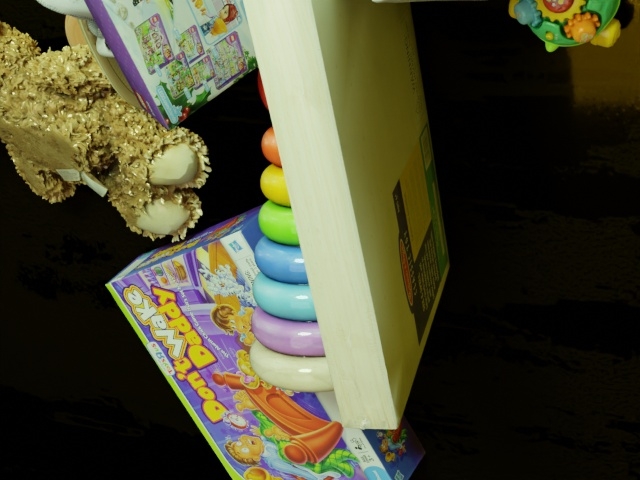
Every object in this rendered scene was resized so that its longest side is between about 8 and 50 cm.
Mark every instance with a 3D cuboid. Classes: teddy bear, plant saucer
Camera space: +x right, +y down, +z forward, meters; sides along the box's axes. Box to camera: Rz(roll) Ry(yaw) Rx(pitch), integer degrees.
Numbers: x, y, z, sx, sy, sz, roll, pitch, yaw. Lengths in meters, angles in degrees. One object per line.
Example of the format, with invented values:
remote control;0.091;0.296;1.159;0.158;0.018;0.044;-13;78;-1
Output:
teddy bear;-0.266;-0.128;1.160;0.338;0.113;0.245;19;145;20
plant saucer;-0.244;-0.221;1.140;0.083;0.013;0.083;16;126;23

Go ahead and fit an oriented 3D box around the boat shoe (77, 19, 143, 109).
boat shoe;-0.202;-0.296;1.014;0.110;0.121;0.341;-146;39;-64

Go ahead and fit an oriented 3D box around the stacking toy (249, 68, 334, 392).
stacking toy;-0.011;-0.031;0.999;0.141;0.141;0.330;5;108;30

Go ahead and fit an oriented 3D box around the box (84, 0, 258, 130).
box;-0.107;-0.257;0.825;0.057;0.201;0.293;39;160;41

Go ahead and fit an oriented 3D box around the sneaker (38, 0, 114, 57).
sneaker;-0.206;-0.313;0.838;0.137;0.210;0.366;38;175;46

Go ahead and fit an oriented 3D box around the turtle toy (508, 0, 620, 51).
turtle toy;0.199;-0.211;0.830;0.095;0.066;0.130;22;117;19

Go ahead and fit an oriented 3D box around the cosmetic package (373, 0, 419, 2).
cosmetic package;0.194;-0.354;0.646;0.453;0.161;0.230;-27;84;41

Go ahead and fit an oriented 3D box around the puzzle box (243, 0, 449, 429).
puzzle box;0.036;-0.084;0.876;0.052;0.272;0.409;-3;117;19

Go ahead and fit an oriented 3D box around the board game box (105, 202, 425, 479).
board game box;-0.064;0.148;1.218;0.233;0.078;0.347;-20;106;39
